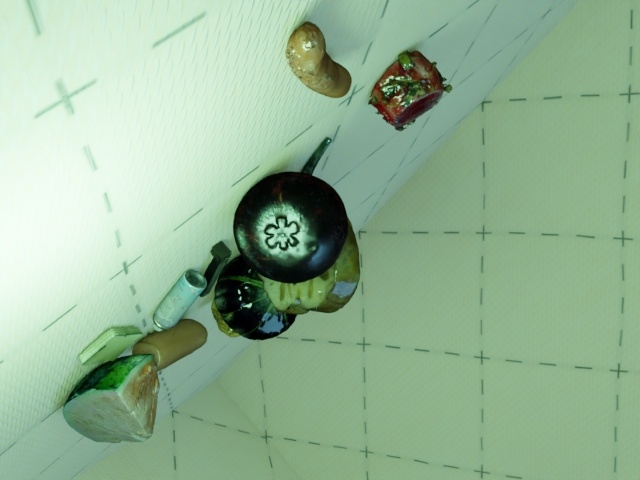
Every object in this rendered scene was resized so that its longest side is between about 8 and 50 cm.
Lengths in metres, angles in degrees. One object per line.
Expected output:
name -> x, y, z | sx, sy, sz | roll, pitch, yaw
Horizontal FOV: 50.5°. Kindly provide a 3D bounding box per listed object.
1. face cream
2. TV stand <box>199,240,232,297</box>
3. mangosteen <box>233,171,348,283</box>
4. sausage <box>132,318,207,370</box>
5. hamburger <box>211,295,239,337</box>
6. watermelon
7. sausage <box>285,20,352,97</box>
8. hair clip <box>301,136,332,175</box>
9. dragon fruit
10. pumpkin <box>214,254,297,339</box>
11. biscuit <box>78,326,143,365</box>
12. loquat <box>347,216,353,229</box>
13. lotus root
face cream -> -0.411, 0.180, 1.939 | 0.229, 0.075, 0.075 | -49, 170, 30
TV stand -> -0.322, 0.089, 1.995 | 0.040, 0.049, 0.256 | -35, 169, -37
mangosteen -> -0.068, -0.037, 1.753 | 0.300, 0.300, 0.300 | -42, 171, -8
sausage -> -0.483, 0.336, 2.214 | 0.121, 0.121, 0.304 | -47, 171, 22
hamburger -> -0.284, 0.237, 2.390 | 0.214, 0.214, 0.108 | -39, 132, -29
watermelon -> -0.604, 0.442, 2.006 | 0.319, 0.292, 0.222 | 63, 33, -42
sausage -> -0.005, -0.334, 1.298 | 0.087, 0.079, 0.327 | -34, 172, 10
hair clip -> -0.022, -0.211, 1.950 | 0.070, 0.039, 0.229 | -35, 167, -39
dragon fruit -> 0.249, -0.406, 1.885 | 0.211, 0.147, 0.282 | -42, 170, -15
pumpkin -> -0.215, 0.182, 2.216 | 0.296, 0.296, 0.296 | -42, 171, -8
biscuit -> -0.567, 0.283, 1.842 | 0.121, 0.040, 0.199 | -40, 171, 1
loquat -> 0.000, 0.000, 2.369 | 0.263, 0.263, 0.263 | -42, 171, -8
lotus root -> -0.044, 0.039, 1.972 | 0.111, 0.374, 0.390 | 2, -176, -40
